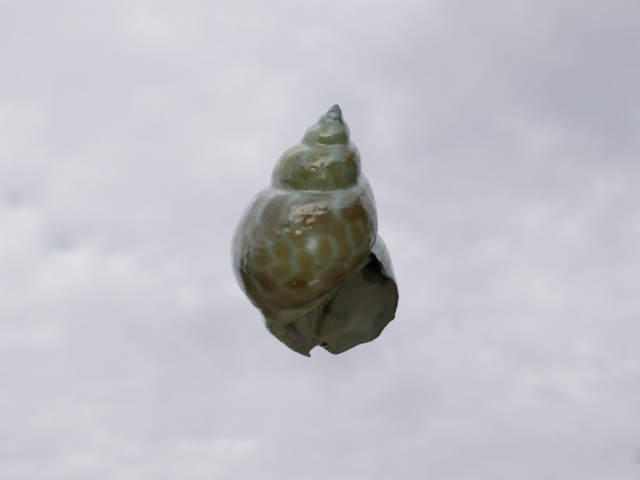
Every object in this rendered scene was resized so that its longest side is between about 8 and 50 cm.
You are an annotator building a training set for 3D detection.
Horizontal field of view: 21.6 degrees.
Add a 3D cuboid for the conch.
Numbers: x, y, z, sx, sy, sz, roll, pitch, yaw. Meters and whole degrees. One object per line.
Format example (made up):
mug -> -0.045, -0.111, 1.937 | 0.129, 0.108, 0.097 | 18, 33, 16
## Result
conch -> -0.007, 0.007, 1.209 | 0.116, 0.106, 0.173 | -13, -45, 20
